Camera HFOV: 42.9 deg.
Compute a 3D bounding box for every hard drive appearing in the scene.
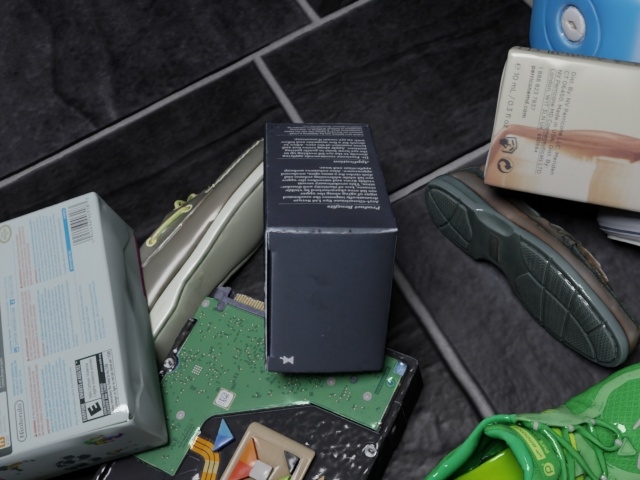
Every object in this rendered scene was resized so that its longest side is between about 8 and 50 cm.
[{"bbox_3d":[-0.079,0.224,0.742,0.237,0.064,0.339,18,66,22],"label":"hard drive"}]

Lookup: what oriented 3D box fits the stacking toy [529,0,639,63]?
[{"bbox_3d":[0.399,-0.276,0.905,0.302,0.165,0.175,-20,48,-17],"label":"stacking toy"}]

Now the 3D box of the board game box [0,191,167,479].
[{"bbox_3d":[-0.313,0.113,0.754,0.303,0.097,0.224,-17,64,5],"label":"board game box"}]

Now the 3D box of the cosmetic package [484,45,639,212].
[{"bbox_3d":[0.314,-0.096,0.759,0.296,0.153,0.129,12,106,14],"label":"cosmetic package"}]

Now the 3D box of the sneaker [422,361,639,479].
[{"bbox_3d":[0.191,0.189,0.665,0.295,0.123,0.109,-30,57,-7],"label":"sneaker"}]

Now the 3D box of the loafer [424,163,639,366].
[{"bbox_3d":[0.215,0.006,0.793,0.084,0.096,0.267,-29,53,-20],"label":"loafer"}]

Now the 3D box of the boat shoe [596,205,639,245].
[{"bbox_3d":[0.362,0.022,0.754,0.226,0.083,0.075,17,103,36],"label":"boat shoe"}]

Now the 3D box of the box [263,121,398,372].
[{"bbox_3d":[0.000,0.000,0.757,0.108,0.153,0.207,0,34,-5],"label":"box"}]

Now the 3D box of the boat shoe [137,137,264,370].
[{"bbox_3d":[-0.132,0.004,0.862,0.091,0.109,0.305,28,73,22],"label":"boat shoe"}]

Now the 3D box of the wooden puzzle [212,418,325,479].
[{"bbox_3d":[-0.048,0.200,0.704,0.116,0.014,0.078,14,63,21],"label":"wooden puzzle"}]
